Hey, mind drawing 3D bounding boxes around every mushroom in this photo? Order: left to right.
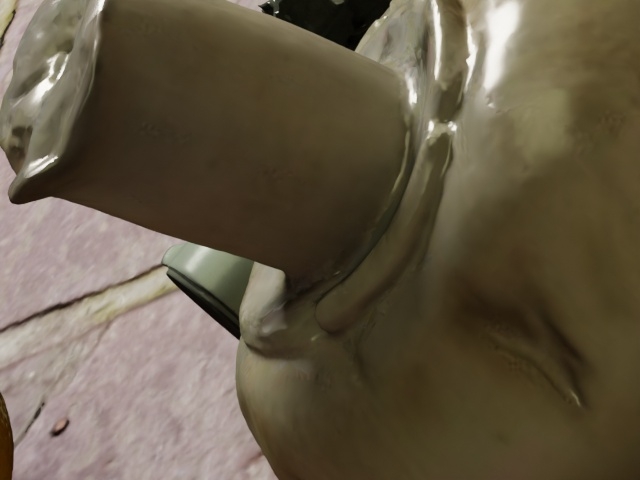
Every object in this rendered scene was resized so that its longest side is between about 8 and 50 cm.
[{"bbox_3d":[0.036,-0.025,0.811,0.314,0.336,0.314,-46,32,41],"label":"mushroom"}]

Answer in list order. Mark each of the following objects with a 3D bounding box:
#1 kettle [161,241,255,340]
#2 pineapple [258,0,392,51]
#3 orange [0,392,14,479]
[{"bbox_3d":[-0.002,0.000,1.065,0.148,0.127,0.098,-51,2,-8],"label":"kettle"},{"bbox_3d":[0.011,-0.163,1.169,0.310,0.141,0.170,-52,-2,-8],"label":"pineapple"},{"bbox_3d":[-0.278,0.153,1.095,0.237,0.158,0.179,-43,37,0],"label":"orange"}]
